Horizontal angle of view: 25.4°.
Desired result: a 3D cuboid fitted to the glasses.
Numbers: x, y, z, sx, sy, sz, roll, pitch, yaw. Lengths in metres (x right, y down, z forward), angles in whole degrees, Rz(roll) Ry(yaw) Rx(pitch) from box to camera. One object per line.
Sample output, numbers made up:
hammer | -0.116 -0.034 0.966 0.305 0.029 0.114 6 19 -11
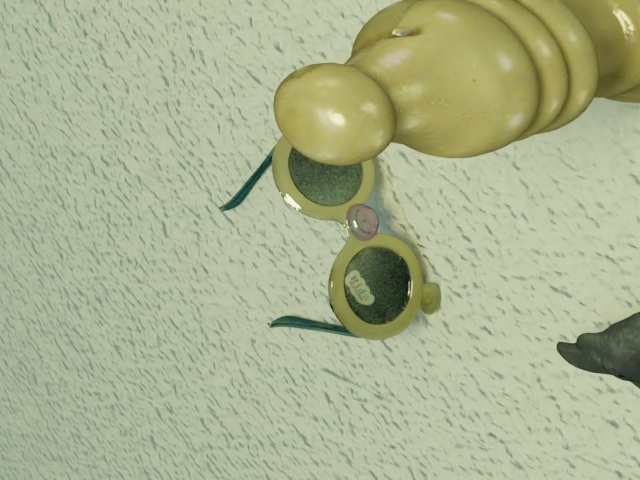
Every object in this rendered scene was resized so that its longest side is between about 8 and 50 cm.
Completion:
glasses | -0.023 0.011 1.206 0.220 0.088 0.190 -24 91 51

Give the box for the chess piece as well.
chess piece | 0.107 -0.105 0.824 0.139 0.307 0.124 52 140 17

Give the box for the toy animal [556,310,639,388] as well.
toy animal | 0.293 0.019 0.859 0.206 0.081 0.367 45 133 21
